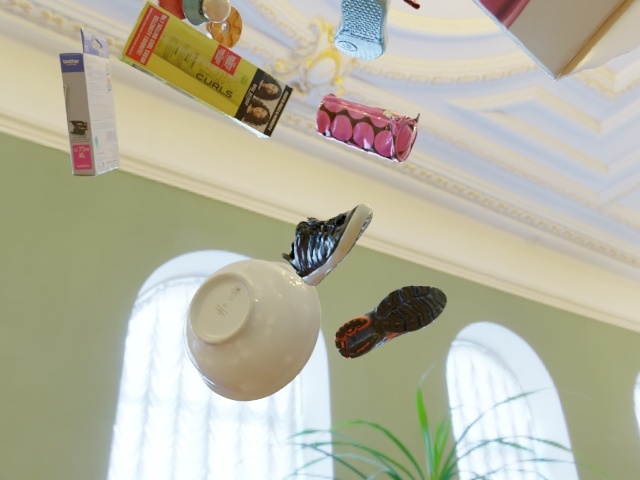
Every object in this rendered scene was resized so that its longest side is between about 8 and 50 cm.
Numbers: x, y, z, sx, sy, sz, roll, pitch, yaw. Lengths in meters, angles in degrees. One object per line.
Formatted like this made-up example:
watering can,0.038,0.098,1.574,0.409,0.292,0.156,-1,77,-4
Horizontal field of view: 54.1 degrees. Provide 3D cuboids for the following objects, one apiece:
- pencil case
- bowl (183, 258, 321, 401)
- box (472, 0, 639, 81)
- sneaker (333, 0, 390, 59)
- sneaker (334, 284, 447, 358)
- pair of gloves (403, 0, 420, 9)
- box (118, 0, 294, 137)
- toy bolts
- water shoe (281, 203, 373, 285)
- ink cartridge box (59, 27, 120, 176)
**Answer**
pencil case,0.085,-0.225,1.211,0.209,0.095,0.098,21,-18,30
bowl,-0.158,0.152,1.215,0.297,0.298,0.134,-16,-31,20
box,0.143,-0.238,0.408,0.148,0.232,0.127,-27,-19,-42
sneaker,0.116,-0.538,1.363,0.127,0.208,0.319,17,-8,-2
sneaker,0.130,0.142,1.148,0.221,0.083,0.087,-27,-10,20
pair of gloves,0.119,-0.501,1.136,0.198,0.159,0.023,17,-42,-39
box,-0.159,-0.236,0.887,0.232,0.087,0.058,28,-2,-24
toy bolts,-0.224,-0.470,1.386,0.158,0.218,0.229,24,-29,32
water shoe,0.000,0.000,0.886,0.080,0.073,0.203,39,-37,0
ink cartridge box,-0.524,-0.312,1.430,0.065,0.311,0.186,0,12,-1
